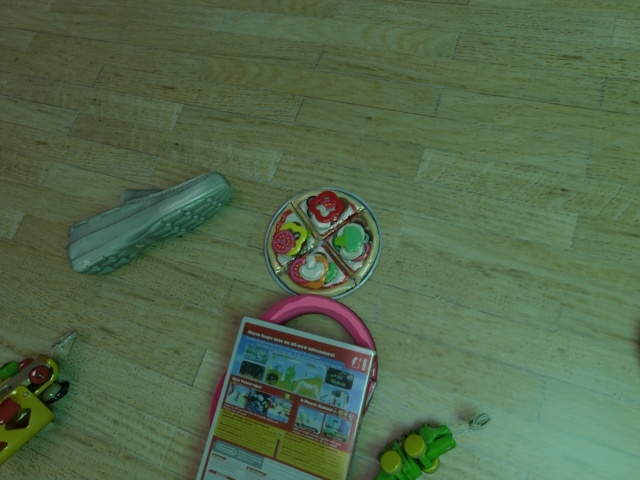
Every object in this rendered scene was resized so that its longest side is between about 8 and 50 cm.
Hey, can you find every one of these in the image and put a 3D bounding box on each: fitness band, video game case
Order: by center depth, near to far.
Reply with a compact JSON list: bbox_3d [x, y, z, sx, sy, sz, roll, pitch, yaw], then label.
[{"bbox_3d":[-0.053,0.266,0.564,0.204,0.025,0.285,11,78,20],"label":"video game case"},{"bbox_3d":[-0.038,0.221,0.615,0.209,0.054,0.290,29,83,22],"label":"fitness band"}]

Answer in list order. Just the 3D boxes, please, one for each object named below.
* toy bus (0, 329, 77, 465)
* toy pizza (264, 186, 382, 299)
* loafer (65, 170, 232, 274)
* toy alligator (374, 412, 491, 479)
[{"bbox_3d":[-0.482,0.271,0.671,0.202,0.191,0.104,-26,112,4],"label":"toy bus"},{"bbox_3d":[0.000,0.000,0.690,0.202,0.032,0.201,-4,72,11],"label":"toy pizza"},{"bbox_3d":[-0.310,-0.048,0.734,0.320,0.112,0.111,-26,77,4],"label":"loafer"},{"bbox_3d":[0.138,0.276,0.562,0.190,0.056,0.051,-35,28,0],"label":"toy alligator"}]
